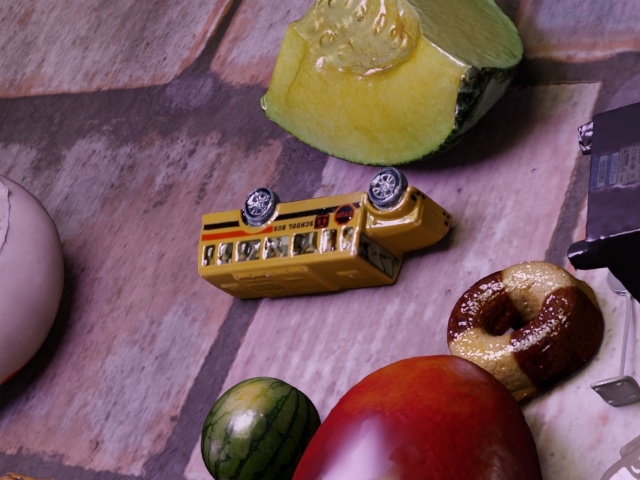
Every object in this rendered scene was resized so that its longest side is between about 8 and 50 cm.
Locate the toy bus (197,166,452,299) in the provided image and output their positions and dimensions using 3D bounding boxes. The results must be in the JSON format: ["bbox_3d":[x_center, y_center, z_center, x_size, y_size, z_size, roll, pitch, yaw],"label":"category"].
[{"bbox_3d":[0.000,0.000,1.853,0.335,0.121,0.123,-7,62,35],"label":"toy bus"}]

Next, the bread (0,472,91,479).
[{"bbox_3d":[-0.217,0.388,1.517,0.279,0.315,0.248,14,84,23],"label":"bread"}]

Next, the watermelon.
[{"bbox_3d":[-0.082,0.251,1.690,0.187,0.141,0.140,-52,41,-6],"label":"watermelon"}]

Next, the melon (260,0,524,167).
[{"bbox_3d":[0.110,-0.232,1.896,0.331,0.226,0.343,-37,53,-10],"label":"melon"}]

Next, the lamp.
[{"bbox_3d":[0.328,0.089,1.567,0.050,0.056,0.198,-17,44,32],"label":"lamp"}]

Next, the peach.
[{"bbox_3d":[0.104,0.268,1.499,0.281,0.281,0.338,-14,21,30],"label":"peach"}]

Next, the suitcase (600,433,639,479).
[{"bbox_3d":[0.448,0.249,1.227,0.351,0.194,0.339,-38,44,8],"label":"suitcase"}]

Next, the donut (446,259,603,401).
[{"bbox_3d":[0.225,0.098,1.626,0.184,0.073,0.166,-21,44,22],"label":"donut"}]

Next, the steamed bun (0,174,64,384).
[{"bbox_3d":[-0.536,0.086,2.116,0.374,0.241,0.374,-18,47,20],"label":"steamed bun"}]

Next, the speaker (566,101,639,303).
[{"bbox_3d":[0.415,-0.027,1.456,0.254,0.232,0.184,-15,48,36],"label":"speaker"}]
